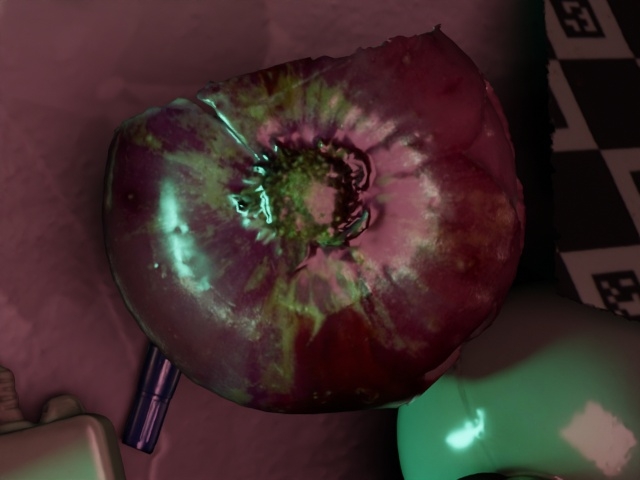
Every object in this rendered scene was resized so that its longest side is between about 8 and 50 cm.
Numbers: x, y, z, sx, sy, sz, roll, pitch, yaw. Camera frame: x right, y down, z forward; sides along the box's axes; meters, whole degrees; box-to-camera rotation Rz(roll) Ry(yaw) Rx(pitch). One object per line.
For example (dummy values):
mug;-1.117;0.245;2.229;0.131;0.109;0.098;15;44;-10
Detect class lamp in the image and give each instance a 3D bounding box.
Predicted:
lamp;0.124;0.130;0.947;0.198;0.197;0.244;54;35;-12

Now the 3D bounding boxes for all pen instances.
pen;-0.071;0.019;0.987;0.025;0.025;0.204;18;89;-16

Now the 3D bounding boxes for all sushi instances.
sushi;0.231;-0.034;1.014;0.292;0.059;0.294;21;52;-19

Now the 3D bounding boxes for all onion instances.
onion;0.001;-0.001;0.896;0.207;0.200;0.201;-10;96;-26

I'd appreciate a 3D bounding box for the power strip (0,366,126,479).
power strip;-0.129;0.228;0.928;0.098;0.058;0.338;-14;83;2
